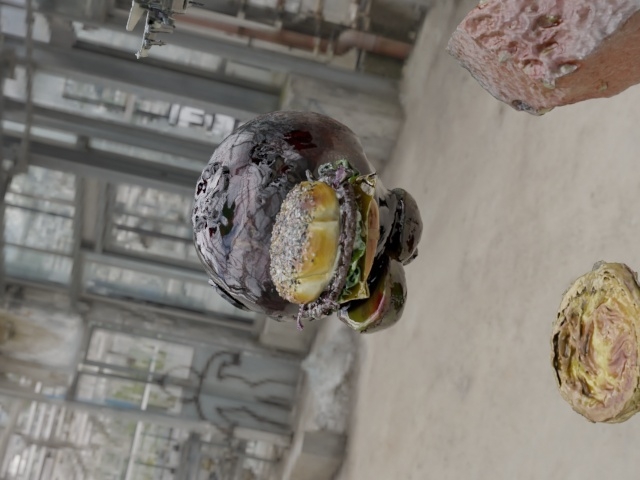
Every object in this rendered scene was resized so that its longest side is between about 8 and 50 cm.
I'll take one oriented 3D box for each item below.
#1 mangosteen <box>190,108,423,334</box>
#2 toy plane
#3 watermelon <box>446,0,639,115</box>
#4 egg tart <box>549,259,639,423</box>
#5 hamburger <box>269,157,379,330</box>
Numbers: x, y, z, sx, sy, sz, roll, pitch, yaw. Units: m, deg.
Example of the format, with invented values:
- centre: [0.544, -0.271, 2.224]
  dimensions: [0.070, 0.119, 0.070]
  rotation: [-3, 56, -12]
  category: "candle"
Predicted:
- centre: [-0.029, -0.016, 1.765]
  dimensions: [0.381, 0.421, 0.381]
  rotation: [-34, 28, 21]
  category: "mangosteen"
- centre: [-0.195, -0.311, 1.288]
  dimensions: [0.234, 0.082, 0.160]
  rotation: [-17, -58, -66]
  category: "toy plane"
- centre: [0.240, -0.217, 0.982]
  dimensions: [0.257, 0.193, 0.140]
  rotation: [-29, 3, 30]
  category: "watermelon"
- centre: [0.520, 0.177, 1.764]
  dimensions: [0.297, 0.132, 0.297]
  rotation: [-177, 90, -67]
  category: "egg tart"
- centre: [-0.001, -0.003, 1.106]
  dimensions: [0.164, 0.093, 0.189]
  rotation: [140, 139, -57]
  category: "hamburger"
